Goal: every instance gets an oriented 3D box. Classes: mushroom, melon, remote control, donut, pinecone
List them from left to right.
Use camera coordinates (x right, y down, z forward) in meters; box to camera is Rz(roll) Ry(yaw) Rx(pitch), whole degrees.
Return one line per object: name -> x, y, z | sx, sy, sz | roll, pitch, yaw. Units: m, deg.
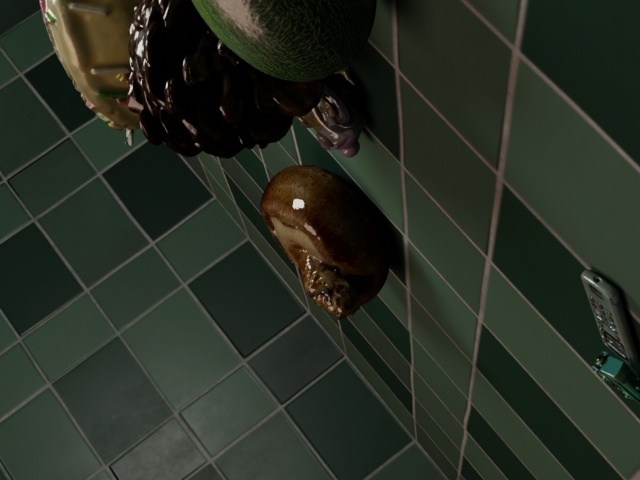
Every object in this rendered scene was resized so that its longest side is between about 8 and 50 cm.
donut -> -0.268, -0.358, 1.513 | 0.307, 0.150, 0.370 | 57, -148, -60
pinecone -> -0.108, -0.236, 1.308 | 0.242, 0.298, 0.296 | 12, -169, -22
melon -> -0.046, -0.276, 1.085 | 0.287, 0.182, 0.182 | 58, 169, -17
mushroom -> 0.014, -0.003, 1.846 | 0.278, 0.163, 0.297 | 58, 173, 27
remote control -> 0.310, 0.082, 1.155 | 0.053, 0.018, 0.124 | 45, 168, 49

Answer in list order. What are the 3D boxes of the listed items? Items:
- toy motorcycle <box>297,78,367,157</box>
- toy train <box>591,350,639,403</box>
toy motorcycle -> 0.002, -0.183, 1.512 | 0.152, 0.073, 0.225 | 57, 169, -34
toy train -> 0.339, 0.154, 1.199 | 0.092, 0.029, 0.045 | 38, 175, -31
